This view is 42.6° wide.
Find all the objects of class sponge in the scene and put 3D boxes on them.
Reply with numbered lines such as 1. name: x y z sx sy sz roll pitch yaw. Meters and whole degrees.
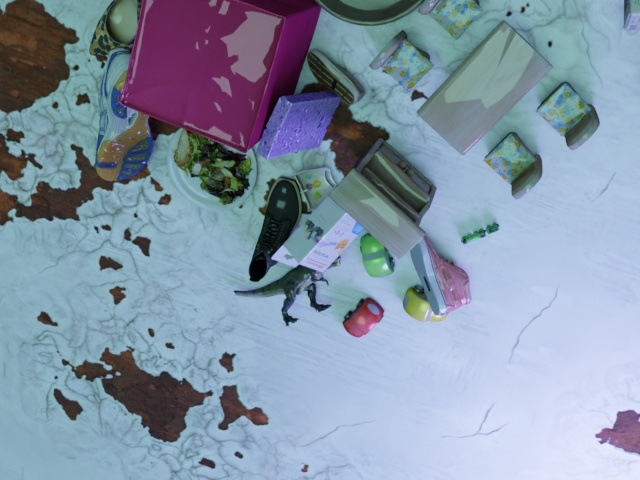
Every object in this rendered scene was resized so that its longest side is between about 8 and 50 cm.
1. sponge: -0.037 -0.219 1.538 0.031 0.210 0.117 34 115 16

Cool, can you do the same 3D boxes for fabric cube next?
1. fabric cube: -0.178 -0.345 1.497 0.259 0.258 0.254 23 116 5

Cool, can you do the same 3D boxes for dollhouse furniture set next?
1. dollhouse furniture set: 0.224 -0.195 1.454 0.362 0.256 0.394 42 115 -5

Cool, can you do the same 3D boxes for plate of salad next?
1. plate of salad: -0.229 -0.152 1.702 0.200 0.048 0.199 5 112 12

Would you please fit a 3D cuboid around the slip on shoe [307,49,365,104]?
1. slip on shoe: 0.031 -0.317 1.576 0.135 0.041 0.051 44 146 13

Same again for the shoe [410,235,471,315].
1. shoe: 0.243 0.058 1.662 0.081 0.063 0.177 -18 85 -16

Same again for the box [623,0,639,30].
1. box: 0.641 -0.411 1.334 0.275 0.094 0.113 2 86 14

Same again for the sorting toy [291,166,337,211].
1. sorting toy: -0.007 -0.113 1.666 0.075 0.045 0.083 -21 104 13

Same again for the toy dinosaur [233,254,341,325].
1. toy dinosaur: -0.050 0.110 1.754 0.268 0.064 0.118 -25 89 22

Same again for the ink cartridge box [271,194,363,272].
1. ink cartridge box: 0.000 0.000 1.644 0.181 0.104 0.061 -47 61 12

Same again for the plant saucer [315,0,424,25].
1. plant saucer: 0.090 -0.528 1.471 0.278 0.041 0.277 5 111 13

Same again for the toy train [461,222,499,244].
1. toy train: 0.317 -0.012 1.631 0.083 0.023 0.017 -26 103 21

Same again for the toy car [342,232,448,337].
1. toy car: 0.131 0.093 1.704 0.239 0.053 0.224 -13 107 19

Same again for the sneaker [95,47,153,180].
1. sneaker: -0.404 -0.256 1.687 0.131 0.112 0.296 62 141 34

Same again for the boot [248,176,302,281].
1. boot: -0.094 -0.019 1.671 0.077 0.137 0.197 13 113 9

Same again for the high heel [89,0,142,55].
1. high heel: -0.382 -0.422 1.557 0.261 0.186 0.093 -32 101 23
